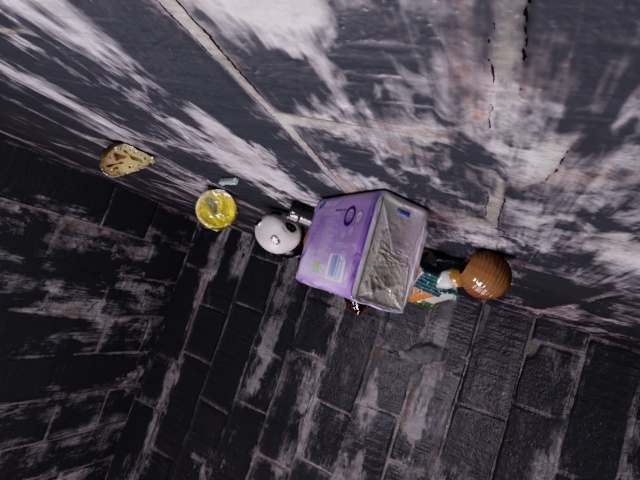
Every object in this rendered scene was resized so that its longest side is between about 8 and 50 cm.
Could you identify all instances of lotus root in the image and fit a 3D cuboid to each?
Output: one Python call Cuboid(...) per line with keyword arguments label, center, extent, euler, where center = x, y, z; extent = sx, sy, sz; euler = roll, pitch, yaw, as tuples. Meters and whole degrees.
Cuboid(label="lotus root", center=(-0.630, -0.267, 1.321), extent=(0.135, 0.095, 0.159), euler=(20, -143, 41))

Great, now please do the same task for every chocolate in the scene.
Cuboid(label="chocolate", center=(-0.443, -0.121, 1.770), extent=(0.162, 0.162, 0.445), euler=(20, 176, -15))

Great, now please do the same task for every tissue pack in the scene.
Cuboid(label="tissue pack", center=(0.085, 0.021, 1.006), extent=(0.160, 0.241, 0.338), euler=(20, 175, -22))

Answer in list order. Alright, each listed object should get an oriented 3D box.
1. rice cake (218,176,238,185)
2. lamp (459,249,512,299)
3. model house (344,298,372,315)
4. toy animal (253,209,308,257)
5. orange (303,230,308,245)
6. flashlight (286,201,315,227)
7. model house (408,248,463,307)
Cuboid(label="rice cake", center=(-0.287, -0.185, 1.298), extent=(0.022, 0.022, 0.121), euler=(21, 173, -34))
Cuboid(label="lamp", center=(0.443, 0.093, 1.114), extent=(0.137, 0.136, 0.136), euler=(18, 174, 2))
Cuboid(label="model house", center=(0.157, 0.139, 1.629), extent=(0.298, 0.282, 0.317), euler=(23, 180, -8))
Cuboid(label="toy animal", center=(-0.153, -0.025, 1.634), extent=(0.187, 0.165, 0.235), euler=(39, 180, 25))
Cuboid(label="orange", center=(-0.001, 0.001, 1.592), extent=(0.136, 0.117, 0.135), euler=(-24, -173, 3))
Cuboid(label="flashlight", center=(0.003, -0.053, 1.344), extent=(0.232, 0.092, 0.093), euler=(19, 174, -6))
Cuboid(label="model house", center=(0.386, 0.102, 1.404), extent=(0.272, 0.190, 0.301), euler=(25, 157, -23))
